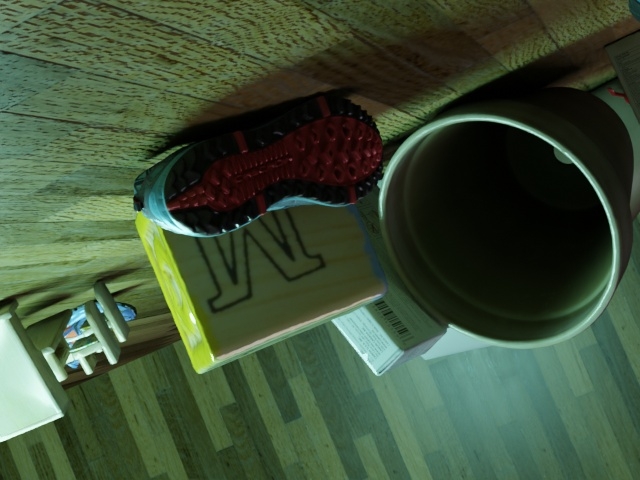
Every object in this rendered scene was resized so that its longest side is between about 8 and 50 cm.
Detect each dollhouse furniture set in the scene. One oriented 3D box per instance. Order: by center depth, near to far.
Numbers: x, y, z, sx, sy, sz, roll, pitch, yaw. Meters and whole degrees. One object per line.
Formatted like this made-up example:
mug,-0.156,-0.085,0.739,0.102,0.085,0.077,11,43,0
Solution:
dollhouse furniture set,-0.409,0.138,1.769,0.212,0.161,0.242,-23,-163,8

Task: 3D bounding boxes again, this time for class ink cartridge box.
ink cartridge box,0.068,0.035,1.732,0.060,0.275,0.239,-48,162,29

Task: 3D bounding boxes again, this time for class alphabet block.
alphabet block,-0.069,0.014,1.365,0.197,0.193,0.192,-21,174,-15

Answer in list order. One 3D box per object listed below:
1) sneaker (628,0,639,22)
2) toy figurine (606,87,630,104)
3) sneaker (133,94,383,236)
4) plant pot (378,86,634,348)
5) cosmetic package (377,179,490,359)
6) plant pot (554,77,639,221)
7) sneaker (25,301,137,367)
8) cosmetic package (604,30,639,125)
sneaker,0.416,-0.251,1.339,0.140,0.125,0.341,-52,165,13
toy figurine,0.571,-0.282,1.708,0.217,0.191,0.362,-53,180,-23
sneaker,-0.060,-0.072,1.194,0.261,0.104,0.125,-14,-172,-37
plant pot,0.279,-0.063,1.680,0.323,0.323,0.280,-27,-171,39
cosmetic package,0.183,0.048,2.108,0.156,0.217,0.385,-14,162,14
plant pot,0.450,-0.131,2.036,0.229,0.263,0.263,-44,165,28
sneaker,-0.396,0.160,2.082,0.221,0.087,0.083,-23,176,5
cosmetic package,0.410,-0.204,1.623,0.060,0.115,0.041,-23,176,15
